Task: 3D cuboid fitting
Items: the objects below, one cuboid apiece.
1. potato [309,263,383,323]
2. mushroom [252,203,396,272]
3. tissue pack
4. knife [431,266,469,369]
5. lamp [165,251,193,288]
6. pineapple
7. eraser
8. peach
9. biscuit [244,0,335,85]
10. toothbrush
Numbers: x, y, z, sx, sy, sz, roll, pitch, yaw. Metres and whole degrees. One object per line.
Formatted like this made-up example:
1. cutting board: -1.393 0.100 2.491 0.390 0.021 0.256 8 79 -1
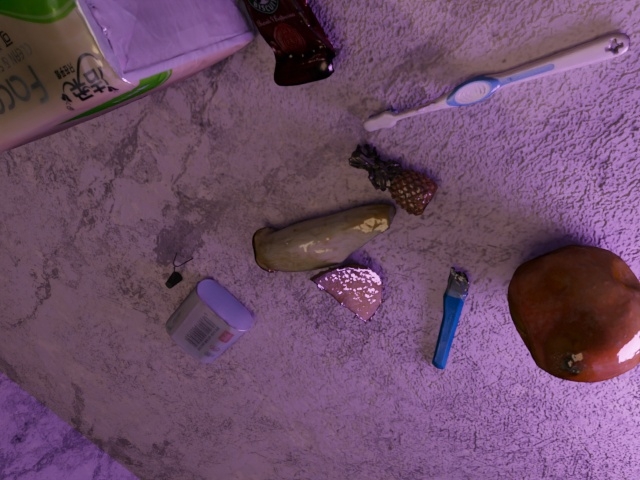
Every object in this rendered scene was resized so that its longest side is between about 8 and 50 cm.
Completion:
1. potato: 0.051 0.081 1.042 0.172 0.089 0.101 36 91 -29
2. mushroom: 0.001 0.003 1.012 0.333 0.087 0.107 -11 117 31
3. tissue pack: -0.363 -0.308 0.798 0.405 0.332 0.205 -7 119 32
4. knife: 0.262 0.169 1.041 0.044 0.026 0.296 18 133 19
5. lamp: -0.367 0.082 1.280 0.041 0.054 0.121 34 133 0
6. pineapple: 0.122 -0.110 0.876 0.159 0.074 0.074 34 133 7
7. eraser: -0.297 0.216 1.328 0.174 0.081 0.227 44 133 -3
8. peach: 0.399 0.118 0.793 0.214 0.235 0.214 9 118 18
9. biscuit: -0.065 -0.348 0.768 0.151 0.063 0.235 13 146 44
10. toothbrush: 0.235 -0.223 0.749 0.386 0.040 0.040 -11 118 33
